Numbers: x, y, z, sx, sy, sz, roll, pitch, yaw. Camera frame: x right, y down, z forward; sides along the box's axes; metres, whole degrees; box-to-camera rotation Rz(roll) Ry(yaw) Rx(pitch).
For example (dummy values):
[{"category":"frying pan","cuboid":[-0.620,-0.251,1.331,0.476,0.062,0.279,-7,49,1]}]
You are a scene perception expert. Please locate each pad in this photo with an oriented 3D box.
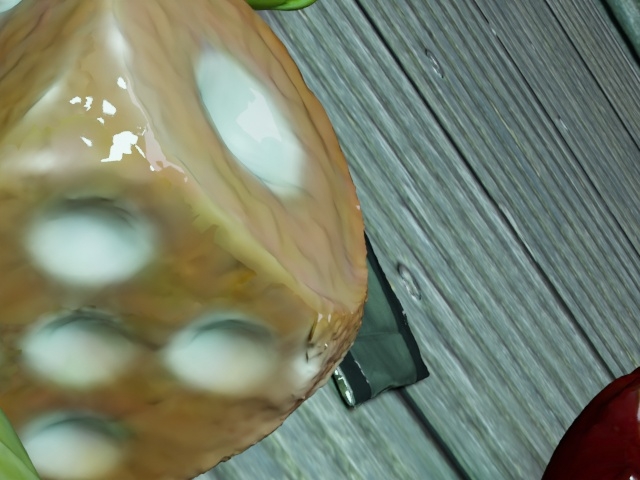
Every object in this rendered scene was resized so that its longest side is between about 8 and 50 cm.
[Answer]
[{"category":"pad","cuboid":[0.001,0.000,1.154,0.233,0.022,0.174,64,19,7]}]

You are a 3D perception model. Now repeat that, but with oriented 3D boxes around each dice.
[{"category":"dice","cuboid":[-0.096,-0.010,0.689,0.175,0.179,0.174,41,27,-34]}]

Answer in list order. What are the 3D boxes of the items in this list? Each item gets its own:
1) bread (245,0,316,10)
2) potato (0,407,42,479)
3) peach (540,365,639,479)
[{"category":"bread","cuboid":[-0.069,-0.299,1.263,0.166,0.112,0.383,52,19,-29]},{"category":"potato","cuboid":[-0.155,0.081,0.356,0.351,0.202,0.218,61,20,-1]},{"category":"peach","cuboid":[0.295,0.261,1.086,0.335,0.310,0.406,11,27,-21]}]
